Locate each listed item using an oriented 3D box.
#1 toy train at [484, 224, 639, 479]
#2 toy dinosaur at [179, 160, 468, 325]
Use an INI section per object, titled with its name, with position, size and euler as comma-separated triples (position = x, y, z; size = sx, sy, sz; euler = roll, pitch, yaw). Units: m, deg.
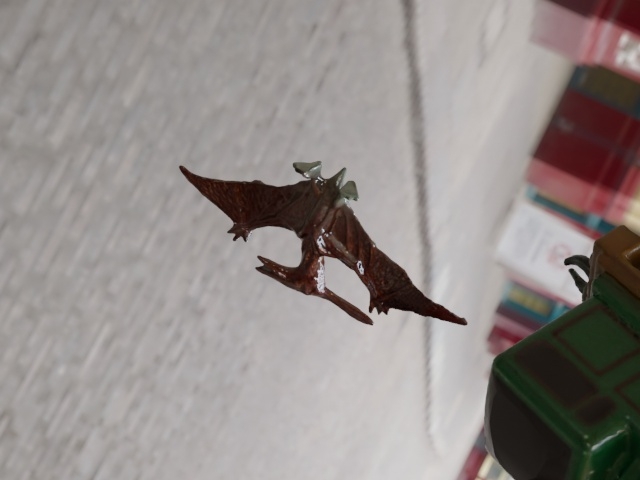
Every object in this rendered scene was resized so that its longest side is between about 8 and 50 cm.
[toy train]
position = 0.158, 0.085, 0.641
size = 0.136, 0.227, 0.091
euler = -25, 141, -21
[toy dinosaur]
position = 0.001, -0.001, 1.037
size = 0.032, 0.220, 0.108
euler = -45, 160, -49
